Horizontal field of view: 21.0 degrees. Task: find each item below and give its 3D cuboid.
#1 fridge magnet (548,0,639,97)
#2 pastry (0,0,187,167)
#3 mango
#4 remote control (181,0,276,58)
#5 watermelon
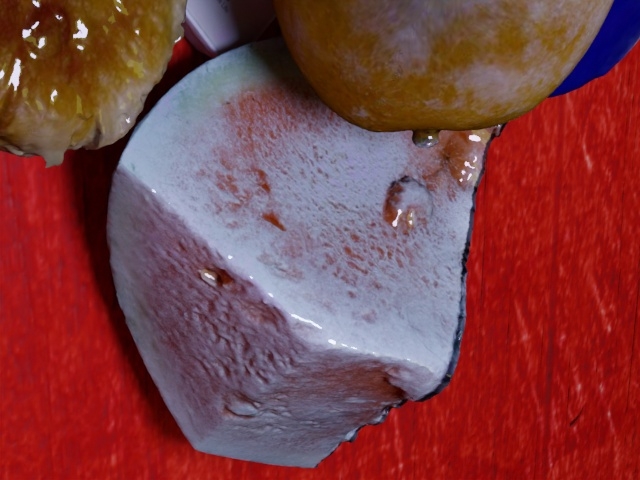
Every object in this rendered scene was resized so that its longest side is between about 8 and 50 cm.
[{"bbox_3d":[0.161,-0.226,1.169,0.265,0.113,0.265,-23,125,-38],"label":"fridge magnet"},{"bbox_3d":[-0.156,-0.144,0.891,0.192,0.093,0.182,38,76,-41],"label":"pastry"},{"bbox_3d":[0.084,-0.239,0.954,0.221,0.199,0.384,9,108,-3],"label":"mango"},{"bbox_3d":[-0.011,-0.227,1.049,0.250,0.034,0.103,-52,138,-14],"label":"remote control"},{"bbox_3d":[0.000,0.000,1.039,0.320,0.214,0.289,-53,137,4],"label":"watermelon"}]
